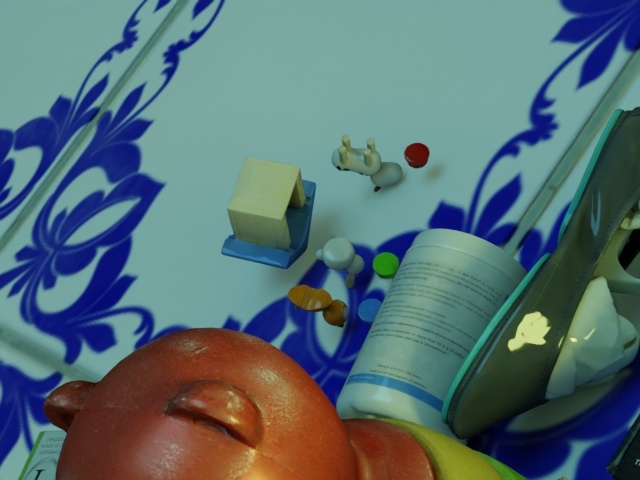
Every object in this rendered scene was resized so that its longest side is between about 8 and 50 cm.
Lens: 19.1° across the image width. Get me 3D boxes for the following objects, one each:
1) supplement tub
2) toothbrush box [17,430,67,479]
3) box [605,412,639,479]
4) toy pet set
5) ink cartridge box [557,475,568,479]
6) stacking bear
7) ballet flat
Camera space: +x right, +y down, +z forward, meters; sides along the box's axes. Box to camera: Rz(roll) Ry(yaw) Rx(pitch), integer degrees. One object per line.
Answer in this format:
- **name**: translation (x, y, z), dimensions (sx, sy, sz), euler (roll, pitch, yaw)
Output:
- **supplement tub**: translation (0.059, 0.056, 0.977), dimensions (0.071, 0.071, 0.107), euler (-1, 55, 48)
- **toothbrush box**: translation (-0.092, 0.238, 0.911), dimensions (0.206, 0.122, 0.283), euler (-6, 52, 45)
- **box**: translation (0.271, 0.052, 0.753), dimensions (0.270, 0.060, 0.216), euler (17, 69, 54)
- **toy pet set**: translation (0.000, 0.000, 1.132), dimensions (0.114, 0.065, 0.122), euler (12, 62, 13)
- **ink cartridge box**: translation (0.190, 0.172, 0.570), dimensions (0.045, 0.224, 0.223), euler (-44, 34, 6)
- **stacking bear**: translation (0.015, 0.142, 0.736), dimensions (0.175, 0.289, 0.164), euler (4, 58, 50)
- **ballet flat**: translation (0.135, 0.021, 0.934), dimensions (0.074, 0.074, 0.203), euler (4, 53, 50)
